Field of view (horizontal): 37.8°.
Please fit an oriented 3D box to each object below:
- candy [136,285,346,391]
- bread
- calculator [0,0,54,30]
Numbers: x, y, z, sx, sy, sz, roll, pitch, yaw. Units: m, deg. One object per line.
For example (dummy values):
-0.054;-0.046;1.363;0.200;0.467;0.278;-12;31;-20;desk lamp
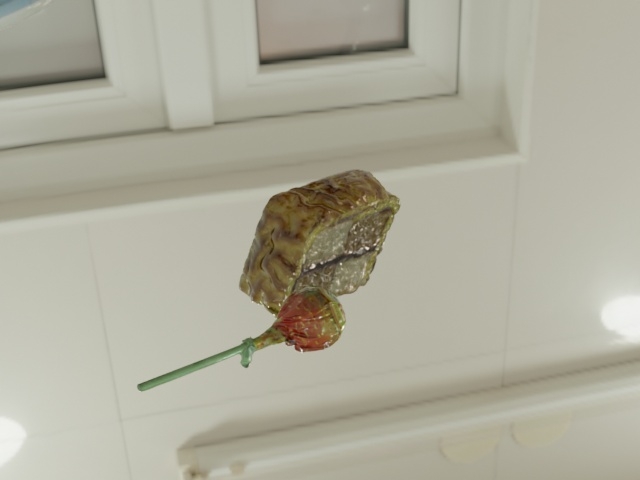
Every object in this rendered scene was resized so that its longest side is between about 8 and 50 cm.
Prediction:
-0.066;0.092;0.820;0.201;0.060;0.060;-21;-146;-25;candy
0.000;0.000;1.247;0.096;0.181;0.222;35;-147;27;bread
-0.238;-0.213;0.755;0.121;0.039;0.210;-9;-150;22;calculator
